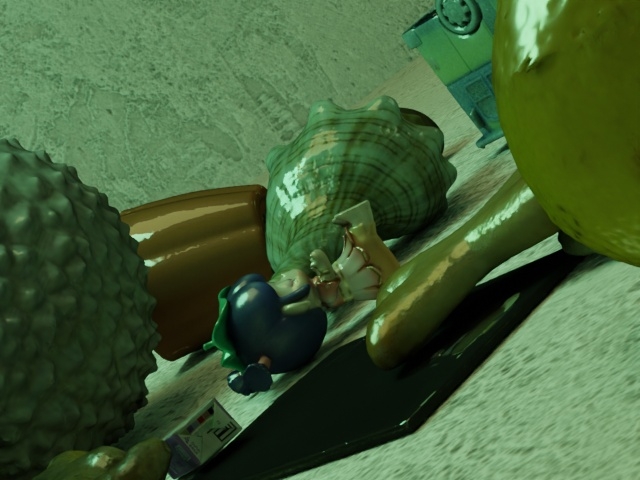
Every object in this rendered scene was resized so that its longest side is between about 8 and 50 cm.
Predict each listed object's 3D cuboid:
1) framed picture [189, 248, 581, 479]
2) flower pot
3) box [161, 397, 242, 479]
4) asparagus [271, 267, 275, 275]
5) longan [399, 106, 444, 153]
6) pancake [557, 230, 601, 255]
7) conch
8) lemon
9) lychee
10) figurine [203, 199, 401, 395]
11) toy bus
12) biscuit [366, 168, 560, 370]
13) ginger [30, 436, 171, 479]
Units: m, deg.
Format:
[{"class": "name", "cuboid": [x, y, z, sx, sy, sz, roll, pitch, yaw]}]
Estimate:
[{"class": "framed picture", "cuboid": [0.036, 0.108, 1.410, 0.244, 0.013, 0.324, -41, 10, -39]}, {"class": "flower pot", "cuboid": [-0.122, 0.026, 2.117, 0.173, 0.190, 0.190, -19, 11, 16]}, {"class": "box", "cuboid": [-0.104, 0.163, 1.521, 0.051, 0.036, 0.117, -40, 0, -21]}, {"class": "asparagus", "cuboid": [-0.002, 0.001, 2.098, 0.060, 0.067, 0.277, -56, -3, 18]}, {"class": "longan", "cuboid": [0.100, -0.114, 2.297, 0.113, 0.092, 0.113, -7, 42, 7]}, {"class": "pancake", "cuboid": [0.264, -0.065, 1.333, 0.242, 0.050, 0.242, -35, 6, 4]}, {"class": "conch", "cuboid": [0.011, -0.046, 1.888, 0.386, 0.169, 0.203, -28, -23, -46]}, {"class": "lemon", "cuboid": [0.224, -0.109, 1.008, 0.284, 0.260, 0.260, -6, 26, 42]}, {"class": "lychee", "cuboid": [-0.348, 0.090, 1.862, 0.380, 0.380, 0.432, -34, 29, 12]}, {"class": "figurine", "cuboid": [-0.015, 0.055, 1.659, 0.195, 0.102, 0.111, -32, -6, -4]}, {"class": "toy bus", "cuboid": [0.254, -0.242, 1.991, 0.152, 0.190, 0.312, -42, 10, -38]}, {"class": "biscuit", "cuboid": [0.118, 0.005, 1.381, 0.208, 0.047, 0.164, -42, 7, 14]}, {"class": "ginger", "cuboid": [-0.196, 0.216, 1.494, 0.166, 0.080, 0.333, -49, 7, -13]}]
